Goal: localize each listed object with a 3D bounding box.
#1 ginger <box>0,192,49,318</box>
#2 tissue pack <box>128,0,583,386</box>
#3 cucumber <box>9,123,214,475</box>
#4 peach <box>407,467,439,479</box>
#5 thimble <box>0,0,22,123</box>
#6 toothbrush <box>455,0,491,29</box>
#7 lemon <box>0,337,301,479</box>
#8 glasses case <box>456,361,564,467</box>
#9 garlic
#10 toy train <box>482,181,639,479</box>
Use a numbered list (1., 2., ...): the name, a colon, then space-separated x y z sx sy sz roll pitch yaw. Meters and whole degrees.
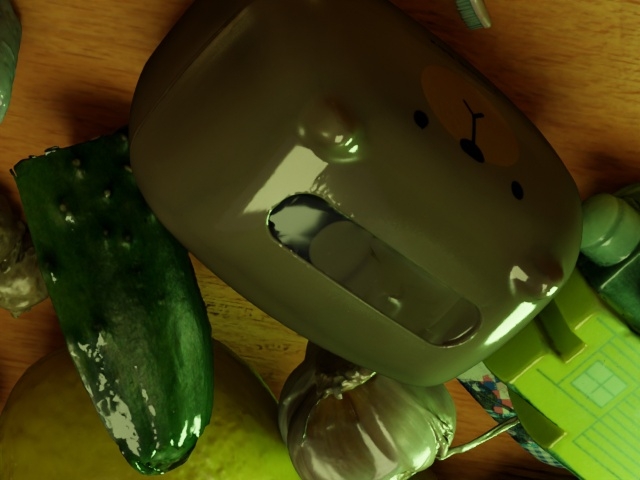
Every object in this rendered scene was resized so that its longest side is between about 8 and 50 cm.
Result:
1. ginger: -0.332 -0.011 1.787 0.104 0.080 0.204 -39 128 5
2. tissue pack: 0.034 -0.049 1.564 0.387 0.277 0.267 36 112 -28
3. cucumber: -0.172 0.056 1.669 0.105 0.325 0.145 -17 177 18
4. peach: 0.043 0.334 2.034 0.231 0.231 0.231 1 136 1
5. thimble: -0.343 -0.166 1.599 0.151 0.117 0.127 22 135 -22
6. toothbrush: 0.084 -0.275 1.536 0.027 0.021 0.269 -22 130 16
7. lemon: -0.181 0.247 1.870 0.348 0.348 0.348 1 136 1
8. glasses case: 0.222 0.138 1.912 0.125 0.076 0.327 -22 131 27
9. garlic: 0.085 0.144 1.785 0.257 0.207 0.207 -6 136 -4
10. toy train: 0.344 0.134 1.798 0.272 0.179 0.442 -42 124 14
